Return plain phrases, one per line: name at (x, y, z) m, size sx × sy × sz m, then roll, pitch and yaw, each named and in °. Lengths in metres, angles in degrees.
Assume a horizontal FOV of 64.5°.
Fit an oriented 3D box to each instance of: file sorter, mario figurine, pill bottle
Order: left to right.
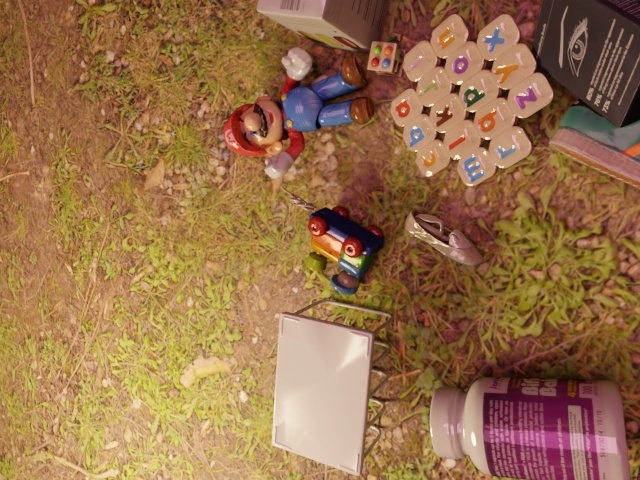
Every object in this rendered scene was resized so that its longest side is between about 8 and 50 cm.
mario figurine at (-0.063, -0.255, 1.030) m, size 0.320 × 0.170 × 0.198 m, roll -16°, pitch 53°, yaw 21°
file sorter at (0.034, 0.282, 1.036) m, size 0.192 × 0.173 × 0.278 m, roll 9°, pitch 100°, yaw 26°
pill bottle at (0.352, 0.322, 0.874) m, size 0.301 × 0.169 × 0.170 m, roll -6°, pitch 92°, yaw 28°

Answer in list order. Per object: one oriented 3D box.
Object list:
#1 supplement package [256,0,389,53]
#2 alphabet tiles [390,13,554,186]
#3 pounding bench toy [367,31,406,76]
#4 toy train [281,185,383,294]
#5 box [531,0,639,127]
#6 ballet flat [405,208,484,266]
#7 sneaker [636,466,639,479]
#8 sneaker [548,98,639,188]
supplement package at (0.017, -0.444, 0.930) m, size 0.138 × 0.244 × 0.134 m, roll 19°, pitch 103°, yaw 26°
alphabet tiles at (0.260, -0.249, 0.914) m, size 0.278 × 0.021 × 0.284 m, roll -33°, pitch 80°, yaw 43°
pounding bench toy at (0.130, -0.366, 0.979) m, size 0.052 × 0.065 × 0.084 m, roll 15°, pitch 102°, yaw 26°
toy train at (0.000, 0.000, 1.075) m, size 0.247 × 0.105 × 0.144 m, roll 31°, pitch 122°, yaw 22°
box at (0.422, -0.293, 0.733) m, size 0.108 × 0.153 × 0.207 m, roll -24°, pitch 56°, yaw -8°
ballet flat at (0.234, -0.007, 0.961) m, size 0.168 × 0.057 × 0.053 m, roll 29°, pitch 136°, yaw 22°
sneaker at (0.569, 0.322, 0.788) m, size 0.102 × 0.111 × 0.253 m, roll 22°, pitch 102°, yaw 26°
sneaker at (0.520, -0.136, 0.773) m, size 0.302 × 0.108 × 0.121 m, roll 31°, pitch 103°, yaw 16°
